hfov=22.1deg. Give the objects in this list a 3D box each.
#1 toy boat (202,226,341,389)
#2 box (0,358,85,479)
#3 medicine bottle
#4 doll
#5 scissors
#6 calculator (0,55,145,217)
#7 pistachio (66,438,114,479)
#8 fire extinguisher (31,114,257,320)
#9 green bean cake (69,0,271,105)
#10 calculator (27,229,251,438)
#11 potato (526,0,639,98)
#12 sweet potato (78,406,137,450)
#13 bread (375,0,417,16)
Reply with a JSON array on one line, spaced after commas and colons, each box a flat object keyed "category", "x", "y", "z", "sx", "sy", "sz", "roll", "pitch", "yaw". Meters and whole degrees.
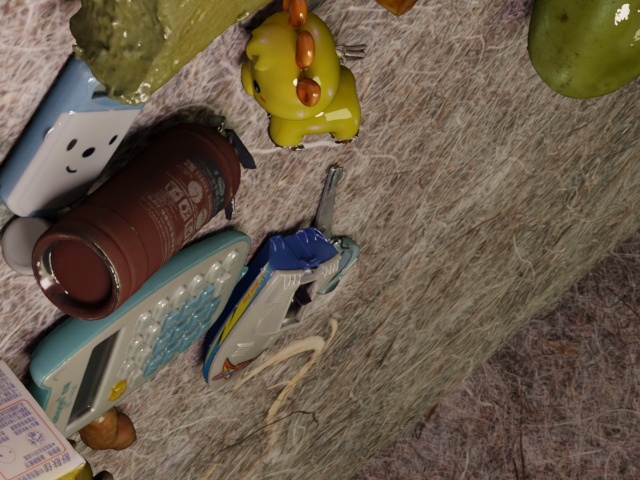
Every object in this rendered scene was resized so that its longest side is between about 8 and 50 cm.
[{"category": "toy boat", "x": -0.084, "y": 0.112, "z": 2.237, "sx": 0.129, "sy": 0.088, "sz": 0.295, "roll": -15, "pitch": 150, "yaw": -46}, {"category": "box", "x": -0.404, "y": 0.253, "z": 1.743, "sx": 0.265, "sy": 0.168, "sz": 0.097, "roll": -26, "pitch": 158, "yaw": -48}, {"category": "medicine bottle", "x": -0.246, "y": 0.000, "z": 1.700, "sx": 0.092, "sy": 0.061, "sz": 0.220, "roll": -65, "pitch": 161, "yaw": 2}, {"category": "doll", "x": -0.015, "y": -0.174, "z": 1.698, "sx": 0.135, "sy": 0.143, "sz": 0.221, "roll": -7, "pitch": 158, "yaw": -2}, {"category": "scissors", "x": 0.001, "y": 0.001, "z": 2.272, "sx": 0.191, "sy": 0.029, "sz": 0.360, "roll": -34, "pitch": 160, "yaw": -26}, {"category": "calculator", "x": -0.225, "y": -0.106, "z": 1.534, "sx": 0.210, "sy": 0.039, "sz": 0.121, "roll": -53, "pitch": 162, "yaw": 23}, {"category": "pistachio", "x": -0.385, "y": 0.387, "z": 2.093, "sx": 0.288, "sy": 0.166, "sz": 0.197, "roll": -44, "pitch": -174, "yaw": -16}, {"category": "fire extinguisher", "x": -0.155, "y": -0.032, "z": 1.671, "sx": 0.344, "sy": 0.102, "sz": 0.138, "roll": -47, "pitch": 138, "yaw": -50}, {"category": "green bean cake", "x": -0.125, "y": -0.247, "z": 1.297, "sx": 0.233, "sy": 0.124, "sz": 0.236, "roll": -41, "pitch": 162, "yaw": -13}, {"category": "calculator", "x": -0.225, "y": 0.117, "z": 2.006, "sx": 0.386, "sy": 0.054, "sz": 0.256, "roll": -31, "pitch": 158, "yaw": -38}, {"category": "potato", "x": 0.394, "y": -0.324, "z": 2.126, "sx": 0.304, "sy": 0.216, "sz": 0.216, "roll": -42, "pitch": 165, "yaw": 25}, {"category": "sweet potato", "x": -0.283, "y": 0.251, "z": 2.176, "sx": 0.065, "sy": 0.051, "sz": 0.218, "roll": -44, "pitch": 162, "yaw": -7}, {"category": "bread", "x": 0.089, "y": -0.289, "z": 1.784, "sx": 0.085, "sy": 0.053, "sz": 0.085, "roll": -50, "pitch": 172, "yaw": -9}]
